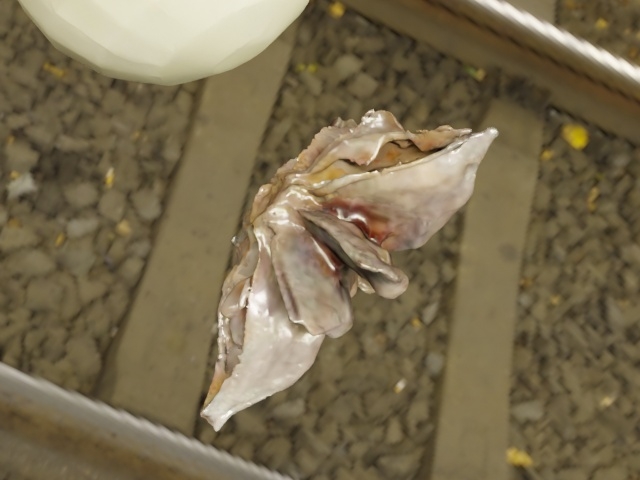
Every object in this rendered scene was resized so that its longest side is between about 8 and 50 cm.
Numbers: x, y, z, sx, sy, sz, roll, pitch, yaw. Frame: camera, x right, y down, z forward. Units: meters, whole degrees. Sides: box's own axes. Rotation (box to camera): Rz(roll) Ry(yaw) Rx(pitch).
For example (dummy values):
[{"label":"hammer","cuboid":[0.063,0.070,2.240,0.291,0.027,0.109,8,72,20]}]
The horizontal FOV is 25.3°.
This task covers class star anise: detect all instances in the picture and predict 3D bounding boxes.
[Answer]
[{"label":"star anise","cuboid":[-0.004,0.009,0.498,0.056,0.124,0.129,39,79,-24]}]

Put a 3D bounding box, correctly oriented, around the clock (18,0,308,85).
[{"label":"clock","cuboid":[-0.135,-0.253,0.637,0.326,0.184,0.342,47,19,-39]}]
